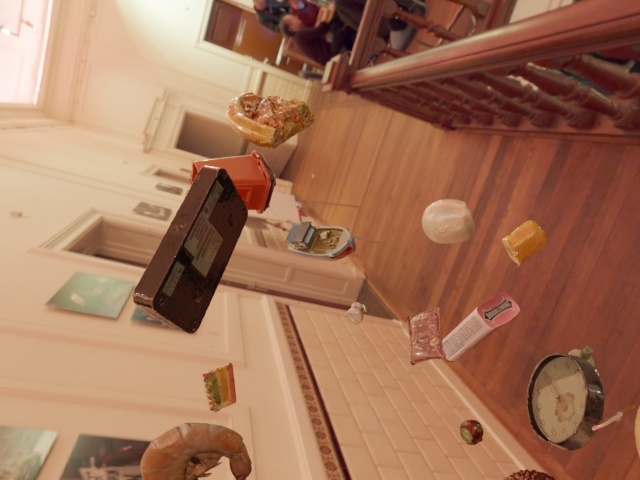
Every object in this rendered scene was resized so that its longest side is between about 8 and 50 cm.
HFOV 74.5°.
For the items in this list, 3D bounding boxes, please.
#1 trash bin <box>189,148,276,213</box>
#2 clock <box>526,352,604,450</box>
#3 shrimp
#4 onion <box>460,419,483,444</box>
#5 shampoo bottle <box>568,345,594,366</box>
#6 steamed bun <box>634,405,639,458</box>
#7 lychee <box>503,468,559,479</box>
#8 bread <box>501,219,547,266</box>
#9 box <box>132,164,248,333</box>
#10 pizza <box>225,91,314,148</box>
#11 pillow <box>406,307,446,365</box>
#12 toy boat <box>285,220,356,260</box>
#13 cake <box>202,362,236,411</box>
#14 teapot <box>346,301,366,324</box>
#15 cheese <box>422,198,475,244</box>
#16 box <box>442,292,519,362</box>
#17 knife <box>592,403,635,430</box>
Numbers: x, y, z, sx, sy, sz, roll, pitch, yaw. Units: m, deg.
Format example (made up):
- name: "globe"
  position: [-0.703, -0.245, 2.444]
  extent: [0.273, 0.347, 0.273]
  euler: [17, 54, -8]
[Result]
- name: "trash bin"
  position: [-0.279, -0.188, 1.321]
  extent: [0.184, 0.238, 0.161]
  euler: [63, 146, 34]
- name: "clock"
  position: [0.810, 0.533, 1.417]
  extent: [0.312, 0.061, 0.313]
  euler: [-162, 90, -86]
- name: "shrimp"
  position: [-0.168, 0.367, 0.627]
  extent: [0.052, 0.143, 0.251]
  euler: [-126, 21, -59]
- name: "onion"
  position: [0.726, 0.912, 2.009]
  extent: [0.119, 0.118, 0.117]
  euler: [-96, 8, -50]
- name: "shampoo bottle"
  position: [0.916, 0.472, 1.525]
  extent: [0.087, 0.118, 0.234]
  euler: [35, 128, 33]
- name: "steamed bun"
  position: [0.812, 0.465, 0.923]
  extent: [0.203, 0.289, 0.276]
  euler: [-23, 47, 53]
- name: "lychee"
  position: [0.718, 0.897, 1.383]
  extent: [0.264, 0.300, 0.264]
  euler: [-43, 20, 20]
- name: "bread"
  position: [0.833, 0.008, 1.707]
  extent: [0.173, 0.134, 0.085]
  euler: [-37, 21, 0]
- name: "box"
  position: [-0.274, 0.021, 0.957]
  extent: [0.211, 0.058, 0.350]
  euler: [69, -144, -60]
- name: "pizza"
  position: [-0.105, -0.275, 0.918]
  extent: [0.292, 0.197, 0.058]
  euler: [-113, 23, -52]
- name: "pillow"
  position: [0.311, 0.284, 1.242]
  extent: [0.118, 0.043, 0.185]
  euler: [-25, 31, 29]
- name: "toy boat"
  position: [0.000, 0.000, 0.809]
  extent: [0.172, 0.059, 0.069]
  euler: [6, 61, 42]
- name: "cake"
  position: [-0.382, 0.532, 1.582]
  extent: [0.090, 0.109, 0.225]
  euler: [-129, 33, -48]
- name: "teapot"
  position: [0.135, 0.258, 1.524]
  extent: [0.083, 0.064, 0.064]
  euler: [-32, 15, 31]
- name: "cheese"
  position: [0.480, -0.072, 1.594]
  extent: [0.189, 0.198, 0.154]
  euler: [-11, 59, 23]
- name: "box"
  position: [0.641, 0.369, 1.738]
  extent: [0.112, 0.190, 0.370]
  euler: [56, 152, 27]
- name: "knife"
  position: [0.879, 0.531, 1.260]
  extent: [0.046, 0.256, 0.022]
  euler: [-46, 55, 44]
